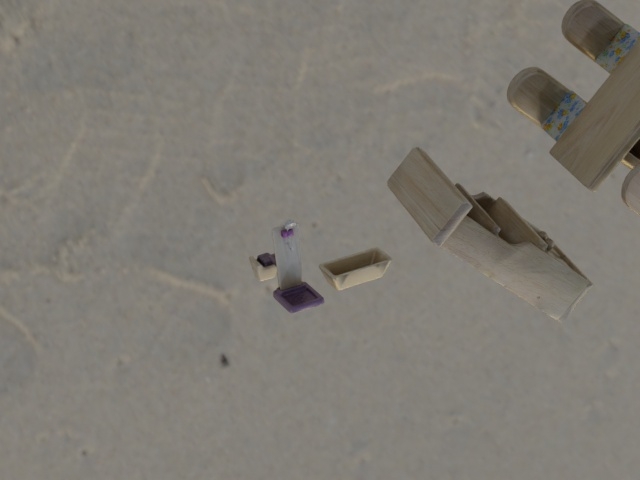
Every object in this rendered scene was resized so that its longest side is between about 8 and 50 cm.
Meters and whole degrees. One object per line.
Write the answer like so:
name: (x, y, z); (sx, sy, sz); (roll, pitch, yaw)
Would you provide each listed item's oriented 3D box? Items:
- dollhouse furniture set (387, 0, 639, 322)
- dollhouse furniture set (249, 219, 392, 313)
dollhouse furniture set: (0.201, -0.080, 1.189); (0.161, 0.212, 0.242); (31, 104, -31)
dollhouse furniture set: (0.000, 0.000, 1.359); (0.114, 0.091, 0.081); (-16, 119, -21)
